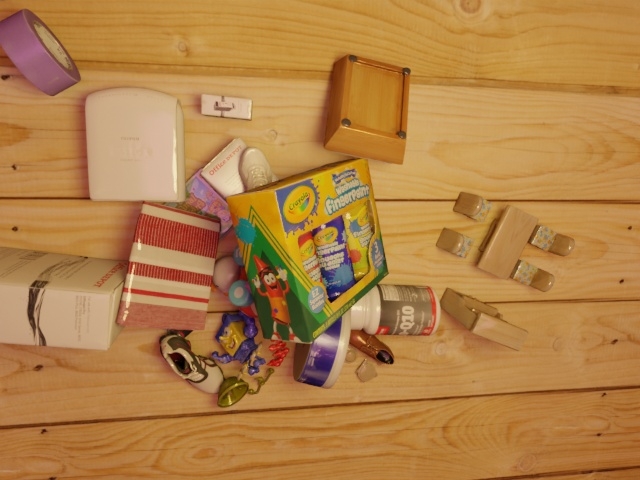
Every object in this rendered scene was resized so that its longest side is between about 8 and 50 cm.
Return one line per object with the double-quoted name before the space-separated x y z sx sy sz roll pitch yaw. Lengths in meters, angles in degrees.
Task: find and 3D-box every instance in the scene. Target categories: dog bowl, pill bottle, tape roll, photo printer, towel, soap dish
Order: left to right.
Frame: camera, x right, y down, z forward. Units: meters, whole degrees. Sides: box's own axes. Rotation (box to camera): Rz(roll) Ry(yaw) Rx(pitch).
"tape roll" -0.700 -0.466 1.078 0.080 0.189 0.189 -31 104 -2
"photo printer" -0.503 -0.260 1.186 0.256 0.107 0.307 1 98 -6
"towel" -0.408 0.077 1.191 0.237 0.037 0.328 16 76 -39
"dog bowl" 0.001 0.304 1.308 0.104 0.265 0.264 15 99 -9
"soap dish" 0.140 -0.370 1.205 0.229 0.118 0.290 10 70 -10
"pill bottle" 0.219 0.221 1.375 0.283 0.161 0.161 3 101 -9

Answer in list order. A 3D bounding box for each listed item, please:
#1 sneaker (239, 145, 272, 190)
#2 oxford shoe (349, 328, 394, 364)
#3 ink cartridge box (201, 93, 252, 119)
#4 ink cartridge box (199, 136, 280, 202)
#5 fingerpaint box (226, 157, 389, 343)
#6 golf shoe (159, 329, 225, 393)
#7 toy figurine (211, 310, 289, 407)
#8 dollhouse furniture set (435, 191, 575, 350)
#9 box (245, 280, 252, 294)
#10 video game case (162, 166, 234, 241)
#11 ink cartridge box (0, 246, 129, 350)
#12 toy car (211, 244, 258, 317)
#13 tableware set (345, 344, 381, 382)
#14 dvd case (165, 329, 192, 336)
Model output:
"sneaker" -0.159 -0.141 1.164 0.090 0.115 0.232 -12 98 -17
"oxford shoe" 0.160 0.342 1.423 0.212 0.076 0.076 31 91 -10
"ink cartridge box" -0.260 -0.372 1.211 0.135 0.099 0.056 4 102 -8
"ink cartridge box" -0.221 -0.168 1.252 0.154 0.093 0.212 -46 106 -9
"fingerpaint box" 0.000 0.000 1.157 0.163 0.445 0.370 -3 105 35
"golf shoe" -0.401 0.402 1.339 0.105 0.120 0.273 -39 112 0
"toy figurine" -0.244 0.328 1.359 0.217 0.191 0.362 48 123 25
"dollhouse furniture set" 0.568 0.095 1.353 0.362 0.256 0.394 22 98 -13
"box" -0.076 0.085 1.236 0.057 0.293 0.201 -5 131 35
"video game case" -0.359 -0.078 1.297 0.212 0.023 0.193 -44 104 2
"ink cartridge box" -0.721 0.147 1.155 0.395 0.285 0.166 7 102 -9
"toy car" -0.246 0.123 1.283 0.238 0.219 0.210 -4 71 24
"tableware set" 0.156 0.393 1.475 0.141 0.020 0.168 -41 101 -4
"dvd case" -0.455 0.254 1.358 0.087 0.013 0.119 -39 104 1
